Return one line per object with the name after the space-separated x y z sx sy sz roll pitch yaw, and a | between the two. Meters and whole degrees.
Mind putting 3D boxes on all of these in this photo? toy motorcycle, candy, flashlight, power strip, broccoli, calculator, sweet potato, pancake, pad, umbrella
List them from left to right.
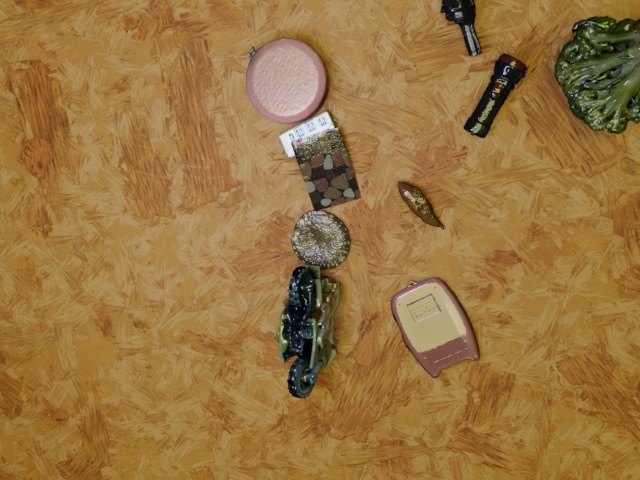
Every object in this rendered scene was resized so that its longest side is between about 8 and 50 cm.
-0.101 -0.471 1.679 0.255 0.094 0.256 2 101 10 | candy
-0.037 -0.322 1.738 0.192 0.035 0.082 -23 101 14 | power strip
-0.033 0.271 1.775 0.168 0.237 0.411 5 102 23 | toy motorcycle
0.000 0.000 1.814 0.199 0.021 0.200 2 104 9 | pancake
0.018 -0.215 1.750 0.158 0.003 0.235 -15 110 12 | pad
0.303 -0.103 1.722 0.206 0.060 0.068 46 144 -13 | sweet potato
0.358 0.274 1.805 0.220 0.048 0.330 -28 95 16 | calculator
0.375 -0.672 1.563 0.118 0.118 0.340 -21 105 13 | umbrella
0.487 -0.401 1.607 0.092 0.093 0.232 28 106 2 | flashlight
0.778 -0.439 1.453 0.303 0.283 0.322 -14 87 -3 | broccoli
